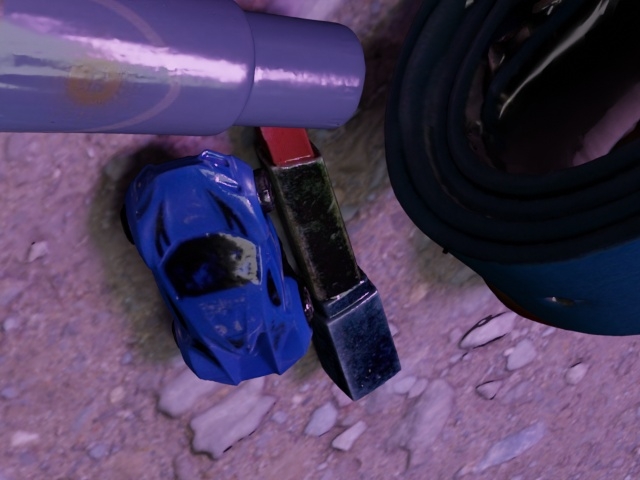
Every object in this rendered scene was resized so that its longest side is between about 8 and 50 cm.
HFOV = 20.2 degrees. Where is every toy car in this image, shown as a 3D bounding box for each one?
[{"bbox_3d":[-0.067,0.024,1.220,0.103,0.063,0.216,-14,140,4],"label":"toy car"}]

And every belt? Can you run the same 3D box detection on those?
[{"bbox_3d":[0.248,-0.135,1.174,0.436,0.300,0.173,-47,142,11],"label":"belt"}]

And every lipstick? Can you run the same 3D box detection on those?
[{"bbox_3d":[0.000,0.000,1.292,0.051,0.051,0.312,-32,139,-12],"label":"lipstick"}]

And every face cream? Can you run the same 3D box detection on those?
[{"bbox_3d":[-0.145,-0.108,1.041,0.385,0.086,0.135,1,123,-35],"label":"face cream"}]

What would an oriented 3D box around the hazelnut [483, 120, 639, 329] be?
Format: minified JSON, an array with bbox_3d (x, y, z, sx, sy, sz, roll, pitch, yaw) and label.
[{"bbox_3d":[0.232,-0.006,1.370,0.181,0.212,0.181,54,52,-25],"label":"hazelnut"}]
